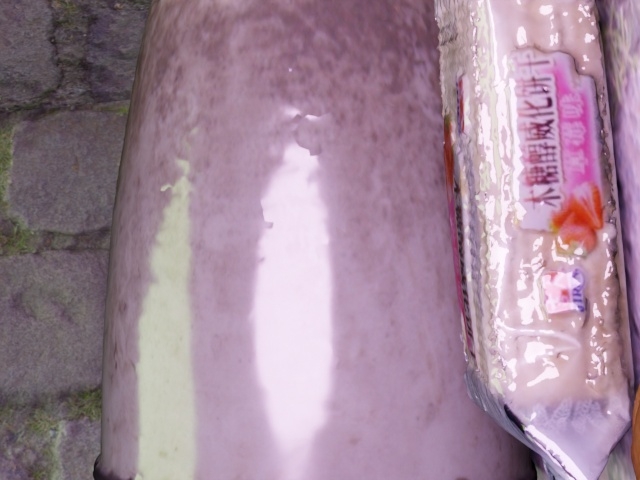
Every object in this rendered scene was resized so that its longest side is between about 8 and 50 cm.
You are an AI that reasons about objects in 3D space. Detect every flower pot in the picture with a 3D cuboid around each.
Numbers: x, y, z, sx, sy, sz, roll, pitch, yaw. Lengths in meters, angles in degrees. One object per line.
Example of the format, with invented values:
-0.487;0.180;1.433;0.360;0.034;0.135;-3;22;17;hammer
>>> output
0.000;0.000;0.980;0.293;0.293;0.330;-140;51;-81;flower pot

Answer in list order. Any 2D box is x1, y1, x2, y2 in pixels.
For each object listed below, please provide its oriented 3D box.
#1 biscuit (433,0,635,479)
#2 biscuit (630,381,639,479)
0.110;-0.019;0.779;0.186;0.079;0.309;-101;7;-84;biscuit
0.167;0.130;0.652;0.175;0.026;0.124;-103;8;-49;biscuit
